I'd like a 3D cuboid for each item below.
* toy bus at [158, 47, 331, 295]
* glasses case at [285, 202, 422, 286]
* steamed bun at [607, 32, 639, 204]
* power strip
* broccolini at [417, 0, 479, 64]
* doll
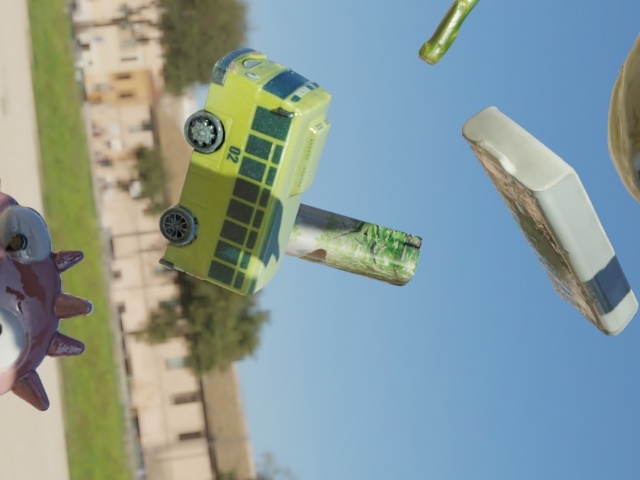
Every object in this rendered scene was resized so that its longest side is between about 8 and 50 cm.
[{"bbox_3d":[-0.057,-0.054,1.133,0.088,0.101,0.175,-41,152,-64],"label":"toy bus"},{"bbox_3d":[0.000,0.000,2.037,0.095,0.272,0.062,120,-15,-67],"label":"glasses case"},{"bbox_3d":[0.495,-0.123,1.637,0.346,0.394,0.237,50,44,-19],"label":"steamed bun"},{"bbox_3d":[0.136,-0.002,0.809,0.060,0.027,0.252,43,-2,31],"label":"power strip"},{"bbox_3d":[0.168,-0.285,1.529,0.067,0.216,0.058,36,0,14],"label":"broccolini"},{"bbox_3d":[-0.310,0.065,1.271,0.093,0.211,0.262,154,-51,-78],"label":"doll"}]
